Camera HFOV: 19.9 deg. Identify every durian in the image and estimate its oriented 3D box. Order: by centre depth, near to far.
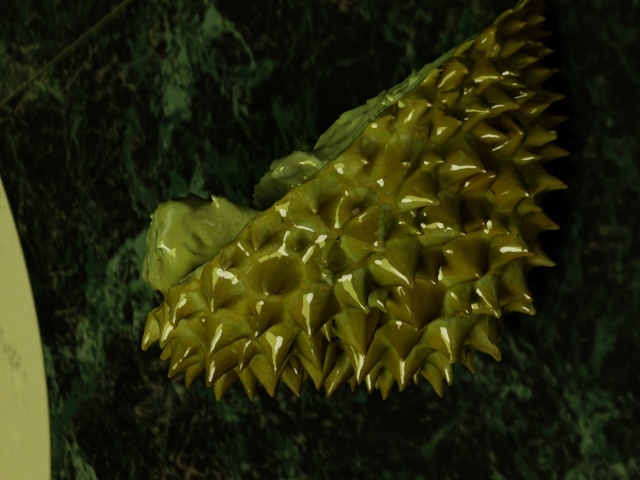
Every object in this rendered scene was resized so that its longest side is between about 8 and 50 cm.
[{"bbox_3d":[0.000,0.000,0.930,0.306,0.172,0.166,138,133,-56],"label":"durian"}]
